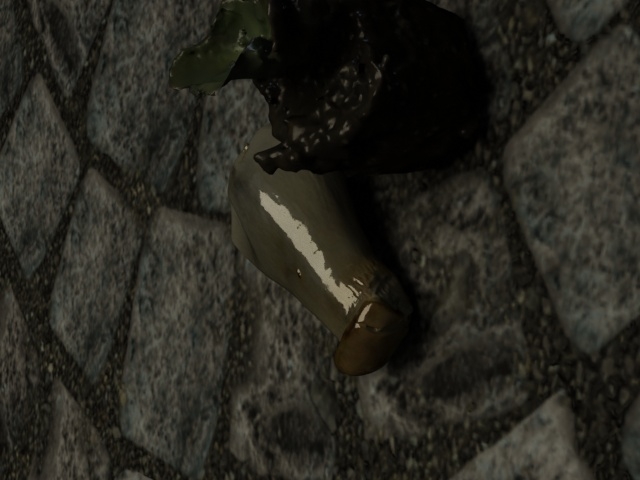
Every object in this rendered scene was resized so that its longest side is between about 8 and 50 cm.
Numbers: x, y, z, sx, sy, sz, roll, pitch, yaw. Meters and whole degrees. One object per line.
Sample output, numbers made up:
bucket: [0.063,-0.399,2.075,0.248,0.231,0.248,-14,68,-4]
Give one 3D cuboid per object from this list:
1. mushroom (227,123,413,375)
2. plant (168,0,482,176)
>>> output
mushroom: [0.000,0.000,1.216,0.225,0.093,0.116,42,135,39]
plant: [0.007,-0.117,1.116,0.142,0.203,0.131,-46,42,49]
